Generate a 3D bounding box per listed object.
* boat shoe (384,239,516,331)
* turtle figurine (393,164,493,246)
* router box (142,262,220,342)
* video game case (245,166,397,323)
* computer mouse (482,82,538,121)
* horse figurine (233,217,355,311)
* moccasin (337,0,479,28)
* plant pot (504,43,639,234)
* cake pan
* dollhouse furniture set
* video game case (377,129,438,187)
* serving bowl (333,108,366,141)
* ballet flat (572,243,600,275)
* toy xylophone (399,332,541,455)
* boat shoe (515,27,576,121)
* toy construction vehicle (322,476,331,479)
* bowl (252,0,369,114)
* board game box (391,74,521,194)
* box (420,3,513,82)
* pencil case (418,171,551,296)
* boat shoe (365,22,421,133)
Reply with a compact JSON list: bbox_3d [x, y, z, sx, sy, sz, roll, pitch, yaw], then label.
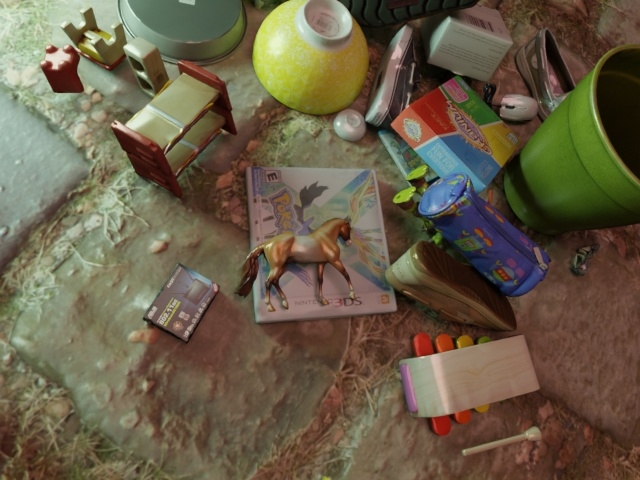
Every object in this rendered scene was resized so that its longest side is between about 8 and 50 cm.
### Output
[{"bbox_3d":[0.288,0.114,0.983,0.341,0.110,0.122,31,40,-23],"label":"boat shoe"},{"bbox_3d":[0.272,-0.065,1.040,0.217,0.087,0.270,44,77,-22],"label":"turtle figurine"},{"bbox_3d":[-0.257,0.116,0.853,0.092,0.038,0.123,29,67,-5],"label":"router box"},{"bbox_3d":[0.000,0.000,0.969,0.299,0.036,0.329,-2,73,-18],"label":"video game case"},{"bbox_3d":[0.514,-0.357,1.217,0.192,0.042,0.106,-2,106,-19],"label":"computer mouse"},{"bbox_3d":[-0.039,0.044,0.890,0.263,0.066,0.175,-5,81,-21],"label":"horse figurine"},{"bbox_3d":[0.203,-0.613,1.102,0.147,0.379,0.139,-63,142,-41],"label":"moccasin"},{"bbox_3d":[0.626,-0.173,1.041,0.366,0.353,0.367,5,71,-16],"label":"plant pot"},{"bbox_3d":[-0.308,-0.538,1.037,0.292,0.054,0.294,5,71,-16],"label":"cake pan"},{"bbox_3d":[-0.376,-0.279,0.907,0.374,0.152,0.201,31,66,13],"label":"dollhouse furniture set"},{"bbox_3d":[0.229,-0.217,1.119,0.119,0.015,0.166,-28,82,-22],"label":"video game case"},{"bbox_3d":[0.074,-0.278,1.085,0.083,0.027,0.084,5,73,-15],"label":"serving bowl"},{"bbox_3d":[0.674,0.040,1.161,0.041,0.041,0.114,43,65,0],"label":"ballet flat"},{"bbox_3d":[0.326,0.306,0.946,0.322,0.081,0.237,1,73,-16],"label":"toy xylophone"},{"bbox_3d":[0.661,-0.429,1.269,0.118,0.103,0.321,-16,78,-21],"label":"boat shoe"},{"bbox_3d":[0.027,0.489,0.822,0.085,0.035,0.098,24,68,-8],"label":"toy construction vehicle"},{"bbox_3d":[-0.005,-0.457,1.049,0.289,0.156,0.290,5,71,-15],"label":"bowl"},{"bbox_3d":[0.332,-0.250,1.075,0.242,0.064,0.316,47,45,2],"label":"board game box"},{"bbox_3d":[0.370,-0.527,1.177,0.180,0.119,0.182,13,49,-13],"label":"box"},{"bbox_3d":[0.345,-0.008,0.942,0.306,0.133,0.119,40,66,-16],"label":"pencil case"},{"bbox_3d":[0.196,-0.397,1.118,0.102,0.108,0.302,23,65,-16],"label":"boat shoe"}]
